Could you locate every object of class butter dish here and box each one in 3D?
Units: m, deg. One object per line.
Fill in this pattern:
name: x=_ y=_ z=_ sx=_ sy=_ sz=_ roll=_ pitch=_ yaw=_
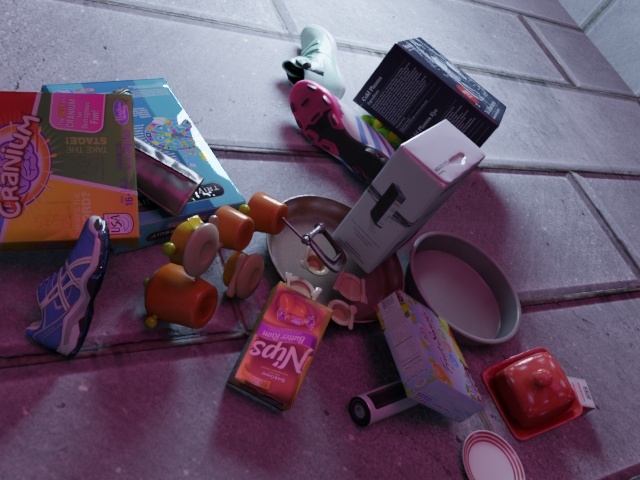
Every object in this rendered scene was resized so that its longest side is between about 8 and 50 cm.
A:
butter dish: x=0.426 y=0.286 z=1.340 sx=0.160 sy=0.118 sz=0.160 roll=-20 pitch=62 yaw=-10

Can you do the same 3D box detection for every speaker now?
speaker: x=0.117 y=0.284 z=1.206 sx=0.136 sy=0.055 sz=0.055 roll=-9 pitch=59 yaw=-40

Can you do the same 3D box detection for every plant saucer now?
plant saucer: x=0.024 y=0.041 z=1.363 sx=0.311 sy=0.050 sz=0.310 roll=19 pitch=45 yaw=-21

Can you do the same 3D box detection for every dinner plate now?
dinner plate: x=0.316 y=0.419 z=1.251 sx=0.141 sy=0.017 sz=0.141 roll=19 pitch=44 yaw=-19

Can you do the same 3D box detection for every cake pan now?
cake pan: x=0.308 y=0.110 z=1.494 sx=0.293 sy=0.054 sz=0.293 roll=19 pitch=45 yaw=-20

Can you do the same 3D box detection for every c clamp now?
c clamp: x=0.000 y=0.000 z=1.283 sx=0.137 sy=0.022 sz=0.161 roll=51 pitch=17 yaw=5

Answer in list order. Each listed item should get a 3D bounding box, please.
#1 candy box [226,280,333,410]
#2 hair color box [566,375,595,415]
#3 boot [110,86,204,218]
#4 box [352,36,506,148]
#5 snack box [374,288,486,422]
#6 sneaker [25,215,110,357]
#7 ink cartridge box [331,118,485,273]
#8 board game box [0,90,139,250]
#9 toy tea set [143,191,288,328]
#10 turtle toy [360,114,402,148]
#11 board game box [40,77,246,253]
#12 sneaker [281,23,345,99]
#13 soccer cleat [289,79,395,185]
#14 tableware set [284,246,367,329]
candy box: x=-0.065 y=0.176 z=1.136 sx=0.109 sy=0.053 sz=0.186 roll=30 pitch=63 yaw=-10
hair color box: x=0.510 y=0.326 z=1.448 sx=0.141 sy=0.043 sz=0.072 roll=14 pitch=48 yaw=-23
boot: x=-0.296 y=-0.154 z=1.176 sx=0.209 sy=0.076 sz=0.189 roll=24 pitch=58 yaw=-5
box: x=0.291 y=-0.349 z=1.736 sx=0.312 sy=0.179 sz=0.343 roll=39 pitch=25 yaw=2
snack box: x=0.199 y=0.212 z=1.251 sx=0.174 sy=0.070 sz=0.207 roll=34 pitch=25 yaw=-39
sneaker: x=-0.361 y=0.062 z=0.981 sx=0.081 sy=0.211 sz=0.080 roll=18 pitch=3 yaw=-8
ink cartridge box: x=0.171 y=-0.087 z=1.338 sx=0.114 sy=0.273 sz=0.197 roll=46 pitch=42 yaw=9
board game box: x=-0.445 y=-0.105 z=1.036 sx=0.317 sy=0.064 sz=0.242 roll=-3 pitch=77 yaw=-18
toy tea set: x=-0.185 y=0.017 z=1.160 sx=0.124 sy=0.199 sz=0.336 roll=19 pitch=22 yaw=20
turtle toy: x=0.154 y=-0.277 z=1.722 sx=0.130 sy=0.066 sz=0.095 roll=43 pitch=25 yaw=9
board game box: x=-0.333 y=-0.152 z=1.264 sx=0.254 sy=0.079 sz=0.336 roll=-16 pitch=64 yaw=-42
sneaker: x=-0.035 y=-0.476 z=1.744 sx=0.151 sy=0.094 sz=0.255 roll=6 pitch=52 yaw=-38
soccer cleat: x=0.062 y=-0.250 z=1.620 sx=0.331 sy=0.116 sz=0.143 roll=46 pitch=26 yaw=6
tableware set: x=0.013 y=0.088 z=1.262 sx=0.169 sy=0.020 sz=0.141 roll=30 pitch=42 yaw=-9
